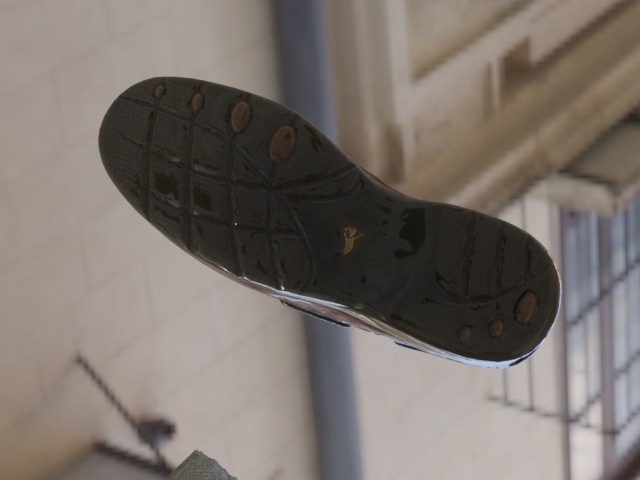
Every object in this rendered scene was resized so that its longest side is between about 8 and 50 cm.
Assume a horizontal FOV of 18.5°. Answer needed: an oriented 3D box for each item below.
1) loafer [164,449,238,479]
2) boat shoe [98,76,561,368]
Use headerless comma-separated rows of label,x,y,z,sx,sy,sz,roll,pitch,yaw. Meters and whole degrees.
loafer,0.051,0.139,0.646,0.268,0.092,0.102,18,173,-11
boat shoe,0.001,0.000,0.710,0.178,0.060,0.064,26,-104,8
